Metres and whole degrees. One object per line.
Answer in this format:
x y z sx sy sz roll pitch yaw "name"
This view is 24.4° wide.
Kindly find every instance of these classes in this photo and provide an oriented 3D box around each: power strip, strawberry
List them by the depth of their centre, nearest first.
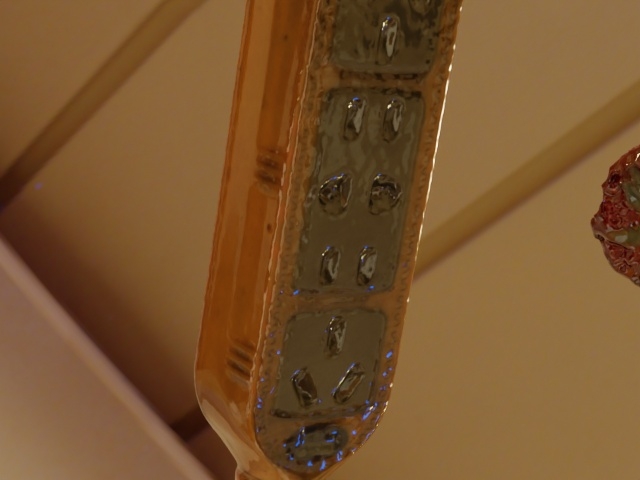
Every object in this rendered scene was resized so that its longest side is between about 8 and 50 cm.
0.000 0.000 0.375 0.028 0.049 0.178 30 -64 52 "power strip"
0.146 -0.008 0.560 0.073 0.083 0.073 8 -75 32 "strawberry"
